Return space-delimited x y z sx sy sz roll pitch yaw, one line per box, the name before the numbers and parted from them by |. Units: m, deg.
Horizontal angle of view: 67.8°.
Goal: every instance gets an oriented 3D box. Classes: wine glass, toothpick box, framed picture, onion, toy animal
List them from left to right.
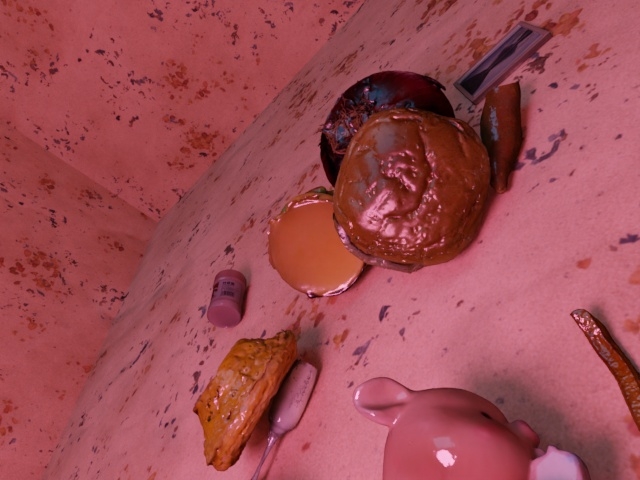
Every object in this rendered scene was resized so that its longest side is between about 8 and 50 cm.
toothpick box | -0.272 0.169 1.394 0.098 0.098 0.149 -39 29 26
wine glass | -0.077 0.341 0.886 0.074 0.074 0.262 -9 48 55
onion | 0.153 -0.217 1.045 0.313 0.232 0.314 -8 76 35
toy animal | 0.152 0.263 0.463 0.212 0.195 0.256 -26 33 31
framed picture | 0.407 -0.408 1.090 0.203 0.015 0.150 -42 27 21

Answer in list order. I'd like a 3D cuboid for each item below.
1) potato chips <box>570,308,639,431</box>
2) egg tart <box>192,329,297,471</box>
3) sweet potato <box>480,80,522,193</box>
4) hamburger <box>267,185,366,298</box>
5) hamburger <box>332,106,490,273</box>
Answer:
potato chips | 0.322 0.156 0.497 0.026 0.037 0.204 -48 29 33
egg tart | -0.151 0.284 0.909 0.294 0.123 0.294 -62 0 0
sweet potato | 0.327 -0.186 0.874 0.077 0.077 0.244 -15 57 52
hamburger | 0.000 0.000 1.026 0.237 0.237 0.149 -45 6 16
hamburger | 0.154 -0.087 0.839 0.134 0.265 0.285 31 -106 -81
